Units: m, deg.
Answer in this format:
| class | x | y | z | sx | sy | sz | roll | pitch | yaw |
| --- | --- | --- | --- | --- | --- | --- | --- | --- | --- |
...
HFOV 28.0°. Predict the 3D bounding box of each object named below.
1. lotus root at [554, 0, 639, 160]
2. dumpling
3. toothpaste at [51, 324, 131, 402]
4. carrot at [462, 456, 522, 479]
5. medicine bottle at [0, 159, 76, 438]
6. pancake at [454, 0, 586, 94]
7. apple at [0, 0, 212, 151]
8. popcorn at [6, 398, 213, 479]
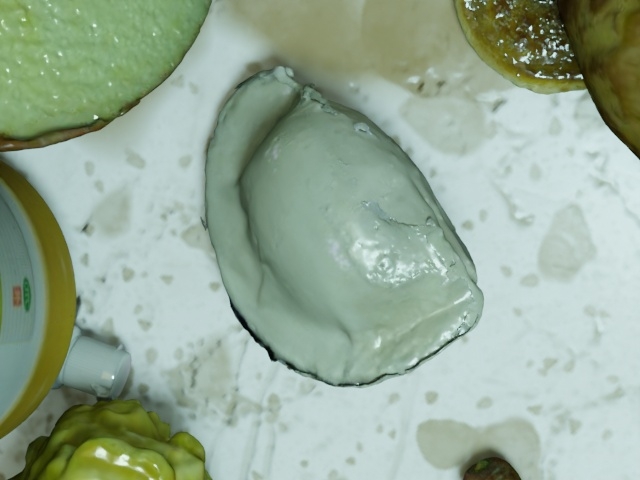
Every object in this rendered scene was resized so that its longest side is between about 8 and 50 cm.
| class | x | y | z | sx | sy | sz | roll | pitch | yaw |
| --- | --- | --- | --- | --- | --- | --- | --- | --- | --- |
| lotus root | 0.271 | -0.166 | 0.738 | 0.316 | 0.250 | 0.316 | 3 | 103 | 13 |
| dumpling | 0.000 | 0.000 | 0.877 | 0.172 | 0.142 | 0.247 | -46 | 62 | 16 |
| toothpaste | -0.296 | 0.054 | 0.984 | 0.314 | 0.056 | 0.058 | 17 | 67 | 8 |
| carrot | 0.161 | 0.246 | 0.950 | 0.047 | 0.047 | 0.191 | -27 | 98 | 14 |
| medicine bottle | -0.311 | 0.040 | 0.844 | 0.238 | 0.232 | 0.238 | 0 | 88 | 11 |
| pancake | 0.162 | -0.176 | 0.860 | 0.158 | 0.028 | 0.158 | 2 | 104 | 8 |
| apple | -0.201 | -0.197 | 0.812 | 0.254 | 0.179 | 0.346 | 20 | 72 | 10 |
| popcorn | -0.153 | 0.247 | 0.911 | 0.192 | 0.233 | 0.266 | 15 | 88 | -6 |
